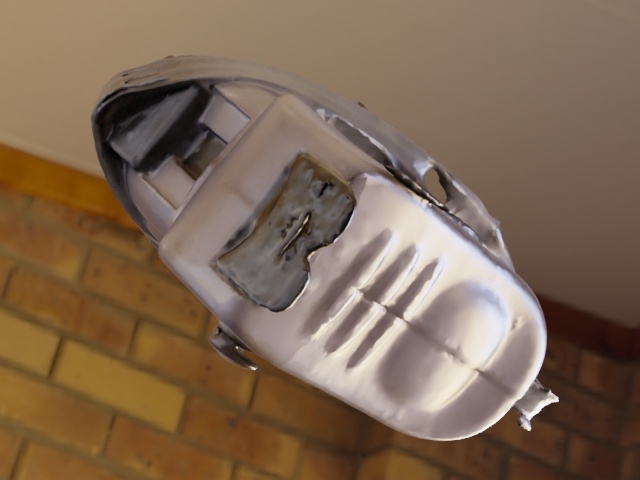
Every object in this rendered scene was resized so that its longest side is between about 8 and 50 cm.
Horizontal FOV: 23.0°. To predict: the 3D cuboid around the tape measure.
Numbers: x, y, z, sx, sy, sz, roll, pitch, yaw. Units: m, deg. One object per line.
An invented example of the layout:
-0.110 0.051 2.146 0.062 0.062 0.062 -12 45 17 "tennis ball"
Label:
0.000 0.000 0.699 0.197 0.120 0.236 40 3 39 "tape measure"
